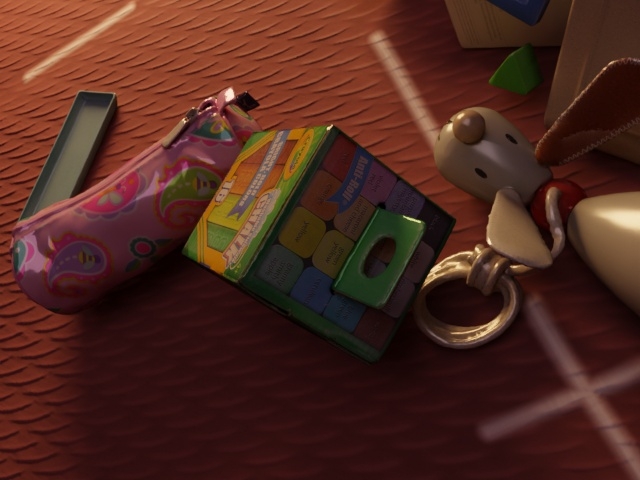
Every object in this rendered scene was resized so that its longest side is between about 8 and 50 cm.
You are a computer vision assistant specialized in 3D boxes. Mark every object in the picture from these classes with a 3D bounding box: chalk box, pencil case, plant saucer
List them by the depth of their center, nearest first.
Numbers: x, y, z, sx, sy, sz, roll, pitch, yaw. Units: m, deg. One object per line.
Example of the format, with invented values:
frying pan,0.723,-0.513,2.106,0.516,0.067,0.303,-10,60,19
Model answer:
chalk box,0.000,0.000,0.535,0.132,0.132,0.213,-59,24,-9
pencil case,-0.173,-0.037,0.693,0.284,0.124,0.124,-30,59,12
plant saucer,-0.306,-0.097,0.843,0.067,0.018,0.192,10,72,28

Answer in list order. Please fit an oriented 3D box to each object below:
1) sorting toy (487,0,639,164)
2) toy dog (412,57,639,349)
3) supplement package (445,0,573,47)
sorting toy,0.274,-0.139,0.508,0.347,0.196,0.047,29,48,32
toy dog,0.209,-0.014,0.481,0.333,0.161,0.220,13,74,29
supplement package,0.212,-0.246,0.615,0.179,0.105,0.105,8,70,28
